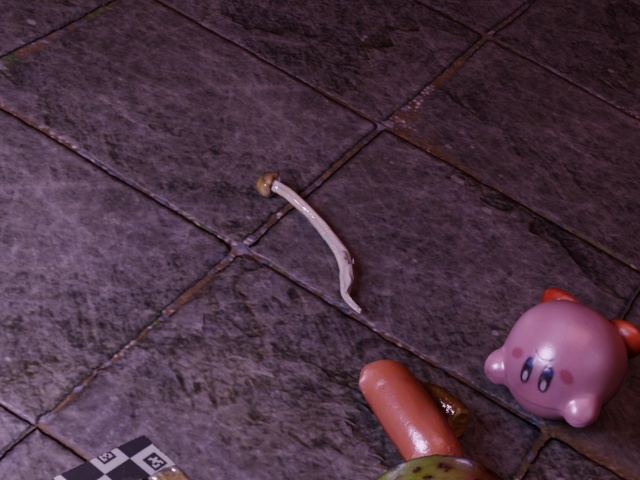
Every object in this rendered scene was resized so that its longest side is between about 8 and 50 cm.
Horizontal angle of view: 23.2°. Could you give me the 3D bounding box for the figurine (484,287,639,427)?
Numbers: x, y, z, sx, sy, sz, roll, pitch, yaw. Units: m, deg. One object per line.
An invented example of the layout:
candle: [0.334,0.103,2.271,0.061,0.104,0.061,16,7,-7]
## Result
figurine: [0.326,0.163,2.106,0.173,0.173,0.173,15,35,-11]

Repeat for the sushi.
sushi: [-0.206,0.294,1.730,0.192,0.050,0.215,39,37,23]

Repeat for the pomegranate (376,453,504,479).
pomegranate: [0.095,0.374,1.676,0.306,0.242,0.242,-31,49,-1]

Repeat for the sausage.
sausage: [0.114,0.226,1.984,0.077,0.077,0.194,-4,43,-33]

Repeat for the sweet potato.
sweet potato: [0.147,0.209,2.046,0.049,0.049,0.117,-15,45,-42]

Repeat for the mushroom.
mushroom: [0.000,0.002,2.262,0.068,0.043,0.306,-22,52,-24]
